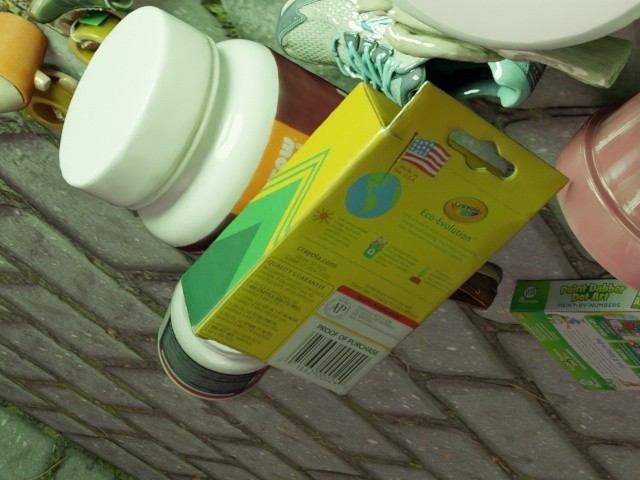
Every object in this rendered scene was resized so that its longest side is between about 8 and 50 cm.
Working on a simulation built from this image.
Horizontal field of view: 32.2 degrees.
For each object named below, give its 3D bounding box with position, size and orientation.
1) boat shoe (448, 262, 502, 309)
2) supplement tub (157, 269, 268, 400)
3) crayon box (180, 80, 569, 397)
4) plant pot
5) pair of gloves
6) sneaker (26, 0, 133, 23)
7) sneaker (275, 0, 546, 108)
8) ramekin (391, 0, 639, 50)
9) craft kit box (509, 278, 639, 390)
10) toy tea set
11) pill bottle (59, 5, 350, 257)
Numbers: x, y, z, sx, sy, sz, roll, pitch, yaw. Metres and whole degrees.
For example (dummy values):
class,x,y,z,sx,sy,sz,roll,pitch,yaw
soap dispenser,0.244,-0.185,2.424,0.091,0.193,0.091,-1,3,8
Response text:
class,x,y,z,sx,sy,sz,roll,pitch,yaw
boat shoe,0.154,0.051,1.509,0.178,0.060,0.064,12,154,15
supplement tub,-0.146,0.131,1.729,0.191,0.191,0.272,22,155,-6
crayon box,0.047,-0.007,1.029,0.202,0.081,0.318,29,117,-35
plant pot,0.341,-0.072,0.993,0.201,0.201,0.180,23,139,-9
pair of gloves,0.140,-0.178,0.867,0.204,0.240,0.042,16,120,9
sneaker,-0.236,-0.259,1.144,0.086,0.064,0.192,33,149,-17
sneaker,0.075,-0.179,1.023,0.283,0.122,0.110,5,152,29
ramekin,0.132,-0.256,0.698,0.277,0.135,0.277,10,130,13
craft kit box,0.422,0.133,1.499,0.247,0.061,0.250,-6,145,38
toy tea set,-0.275,-0.170,1.285,0.336,0.124,0.200,1,149,34
pill bottle,-0.050,-0.071,1.150,0.392,0.224,0.224,24,157,-33
